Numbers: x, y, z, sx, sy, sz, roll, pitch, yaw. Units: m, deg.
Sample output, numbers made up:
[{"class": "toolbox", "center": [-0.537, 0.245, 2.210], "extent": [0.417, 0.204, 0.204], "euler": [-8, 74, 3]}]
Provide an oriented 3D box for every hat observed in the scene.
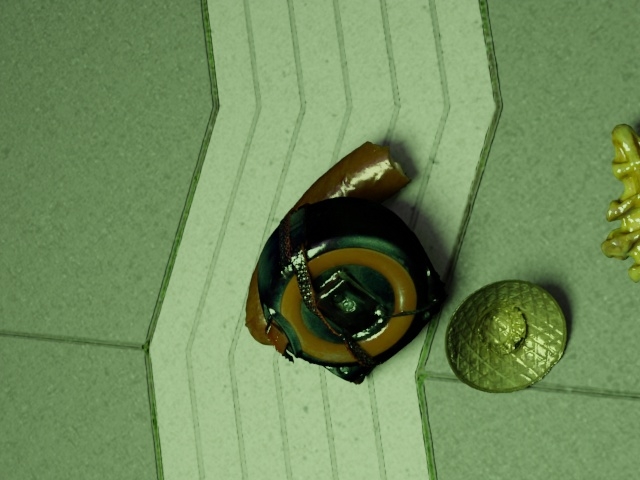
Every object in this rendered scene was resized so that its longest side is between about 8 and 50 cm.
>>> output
[{"class": "hat", "center": [0.210, 0.101, 1.485], "extent": [0.146, 0.067, 0.146], "euler": [-2, 111, -6]}]

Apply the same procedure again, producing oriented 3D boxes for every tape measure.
[{"class": "tape measure", "center": [0.032, 0.056, 1.492], "extent": [0.202, 0.223, 0.135], "euler": [-44, 31, 17]}]

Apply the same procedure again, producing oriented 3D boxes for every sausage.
[{"class": "sausage", "center": [-0.004, -0.002, 1.587], "extent": [0.103, 0.076, 0.302], "euler": [43, 104, 23]}]

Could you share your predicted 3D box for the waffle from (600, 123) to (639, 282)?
[{"class": "waffle", "center": [0.454, -0.046, 1.377], "extent": [0.309, 0.065, 0.283], "euler": [28, 95, 29]}]
